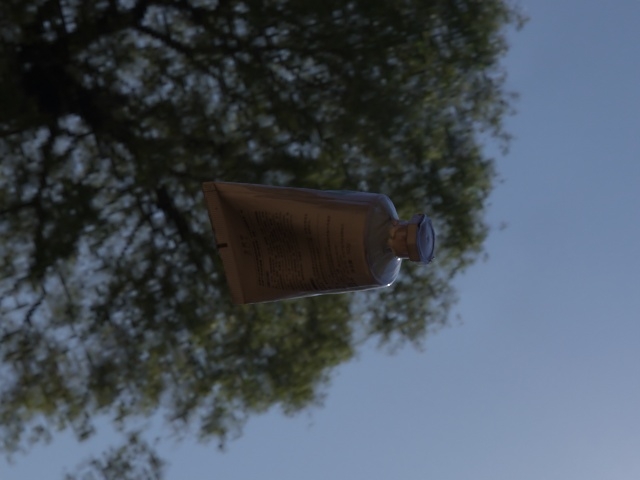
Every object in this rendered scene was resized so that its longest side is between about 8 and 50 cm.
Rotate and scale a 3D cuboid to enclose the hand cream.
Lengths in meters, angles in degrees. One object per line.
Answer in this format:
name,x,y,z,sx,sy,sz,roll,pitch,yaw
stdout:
hand cream,0.000,0.000,0.783,0.142,0.053,0.084,-1,-67,29
